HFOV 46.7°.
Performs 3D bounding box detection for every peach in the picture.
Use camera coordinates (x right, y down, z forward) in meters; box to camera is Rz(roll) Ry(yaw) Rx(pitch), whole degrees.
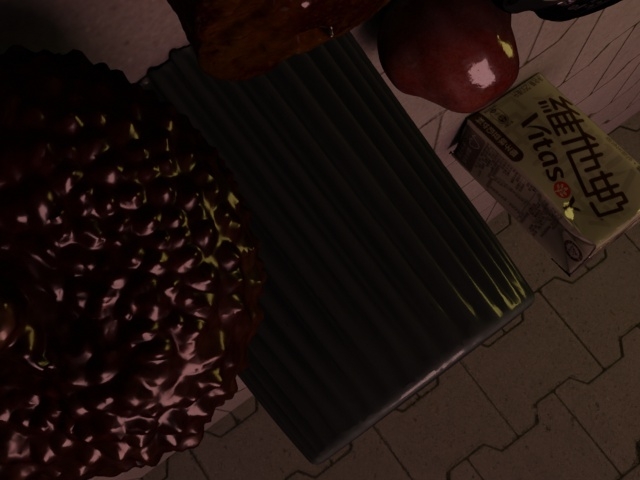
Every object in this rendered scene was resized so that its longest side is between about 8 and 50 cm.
[{"bbox_3d":[0.134,-0.211,0.761,0.152,0.152,0.152,-35,166,-10],"label":"peach"}]

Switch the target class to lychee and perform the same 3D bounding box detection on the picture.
[{"bbox_3d":[-0.172,0.021,0.469,0.276,0.275,0.304,-38,-169,4],"label":"lychee"}]

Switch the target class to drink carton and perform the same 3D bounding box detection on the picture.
[{"bbox_3d":[0.420,-0.127,1.337,0.194,0.324,0.132,-35,162,-18],"label":"drink carton"}]

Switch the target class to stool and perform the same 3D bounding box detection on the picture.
[{"bbox_3d":[0.000,0.000,0.696,0.297,0.330,0.297,-35,166,-10],"label":"stool"}]

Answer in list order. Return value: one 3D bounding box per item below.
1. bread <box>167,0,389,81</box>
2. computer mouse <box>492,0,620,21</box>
[{"bbox_3d":[0.002,-0.207,0.436,0.232,0.135,0.246,-26,162,-38],"label":"bread"},{"bbox_3d":[0.236,-0.278,0.707,0.137,0.096,0.233,-12,180,32],"label":"computer mouse"}]
